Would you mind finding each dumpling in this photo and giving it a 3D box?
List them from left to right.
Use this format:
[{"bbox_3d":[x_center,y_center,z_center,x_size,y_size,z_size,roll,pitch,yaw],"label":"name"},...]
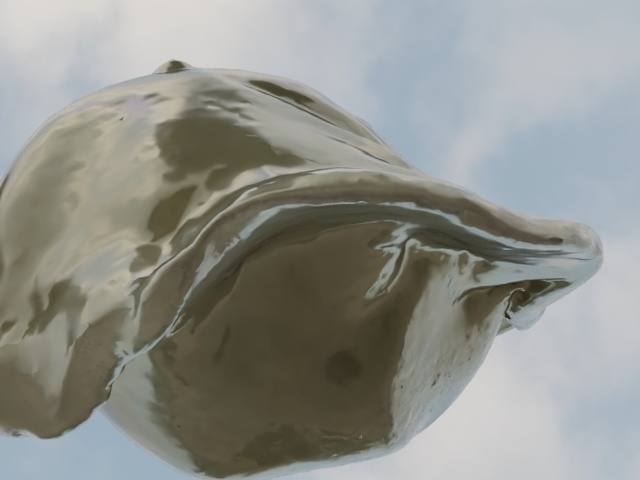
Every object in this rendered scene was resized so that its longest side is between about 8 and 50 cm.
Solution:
[{"bbox_3d":[0.000,0.000,0.551,0.318,0.242,0.187,-3,-103,-49],"label":"dumpling"}]
